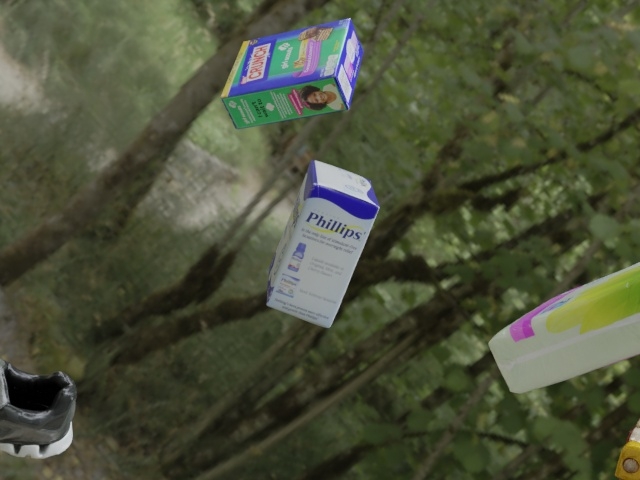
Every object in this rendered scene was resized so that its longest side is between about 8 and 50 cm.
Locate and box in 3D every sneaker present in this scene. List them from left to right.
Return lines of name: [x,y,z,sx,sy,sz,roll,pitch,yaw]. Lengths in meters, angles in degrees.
sneaker: [-0.330,0.150,0.934,0.234,0.106,0.078,4,43,-32]

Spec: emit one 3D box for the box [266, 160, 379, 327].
box: [0.000,0.000,1.052,0.072,0.137,0.126,20,14,-7]

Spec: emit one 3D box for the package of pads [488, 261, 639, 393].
package of pads: [0.411,0.100,1.395,0.229,0.296,0.101,-18,82,-51]

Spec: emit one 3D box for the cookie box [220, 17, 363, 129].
cookie box: [-0.024,-0.146,0.899,0.092,0.107,0.040,-77,151,-45]

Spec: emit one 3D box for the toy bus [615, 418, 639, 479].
toy bus: [0.198,0.187,0.556,0.104,0.191,0.202,16,-25,25]
